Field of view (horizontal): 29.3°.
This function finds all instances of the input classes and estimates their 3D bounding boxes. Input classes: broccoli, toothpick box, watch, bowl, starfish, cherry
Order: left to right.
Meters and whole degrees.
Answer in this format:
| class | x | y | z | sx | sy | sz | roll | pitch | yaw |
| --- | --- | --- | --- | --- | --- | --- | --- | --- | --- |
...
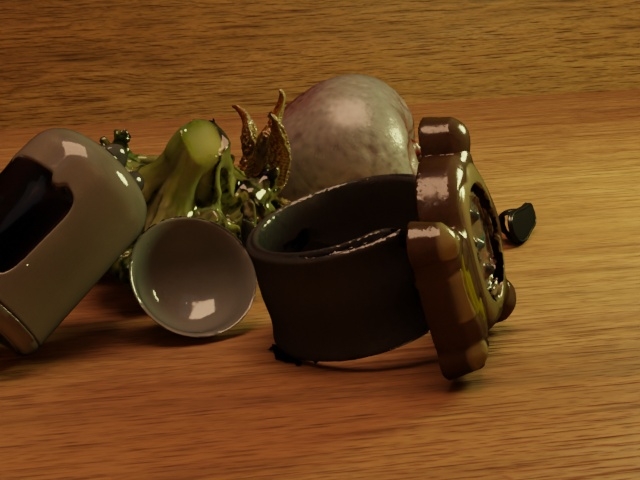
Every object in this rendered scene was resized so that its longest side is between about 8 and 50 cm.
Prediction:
| class | x | y | z | sx | sy | sz | roll | pitch | yaw |
| --- | --- | --- | --- | --- | --- | --- | --- | --- | --- |
| toothpick box | -0.374 | -0.011 | 1.707 | 0.316 | 0.229 | 0.229 | -49 | 35 | -19 |
| broccoli | -0.227 | -0.044 | 1.949 | 0.334 | 0.323 | 0.272 | -13 | -6 | -38 |
| bowl | -0.194 | 0.065 | 1.770 | 0.189 | 0.189 | 0.086 | -10 | -21 | -27 |
| starfish | -0.088 | -0.108 | 2.085 | 0.084 | 0.293 | 0.301 | -9 | 16 | -29 |
| cherry | 0.041 | -0.141 | 2.267 | 0.335 | 0.291 | 0.326 | -31 | 40 | -11 |
| watch | 0.064 | 0.035 | 1.633 | 0.327 | 0.314 | 0.335 | -11 | 22 | 19 |

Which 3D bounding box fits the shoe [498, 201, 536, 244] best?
| class | x | y | z | sx | sy | sz | roll | pitch | yaw |
| --- | --- | --- | --- | --- | --- | --- | --- | --- | --- |
| shoe | 0.344 | -0.030 | 2.185 | 0.053 | 0.062 | 0.159 | -10 | 10 | 28 |
